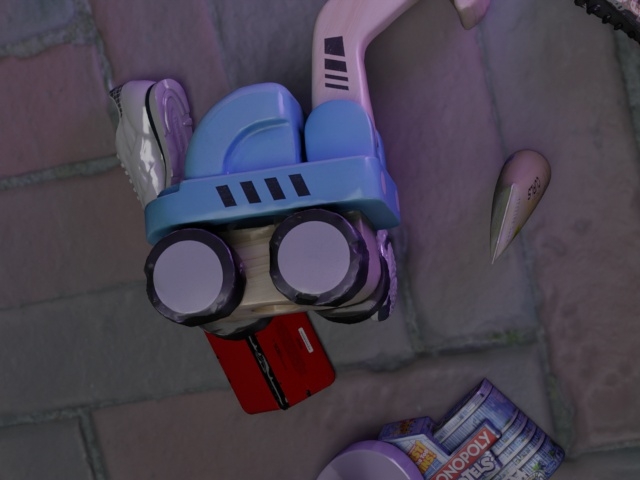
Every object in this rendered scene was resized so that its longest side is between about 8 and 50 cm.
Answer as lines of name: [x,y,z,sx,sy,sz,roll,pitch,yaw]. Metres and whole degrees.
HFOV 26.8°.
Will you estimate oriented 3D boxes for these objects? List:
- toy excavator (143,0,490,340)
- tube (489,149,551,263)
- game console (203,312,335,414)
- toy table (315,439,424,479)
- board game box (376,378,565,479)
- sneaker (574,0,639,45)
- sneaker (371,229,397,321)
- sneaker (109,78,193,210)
toy excavator: [0.000,-0.132,1.553,0.432,0.222,0.445,-9,80,11]
tube: [0.226,-0.048,1.552,0.062,0.240,0.070,-26,97,21]
game console: [-0.069,0.149,1.798,0.124,0.085,0.144,-28,99,-13]
toy table: [0.031,0.410,1.739,0.252,0.161,0.274,12,120,24]
board game box: [0.181,0.284,1.752,0.194,0.060,0.194,42,110,-1]
sneaker: [0.369,-0.268,1.533,0.135,0.097,0.276,-26,96,18]
sneaker: [0.000,0.000,1.698,0.153,0.094,0.235,-15,101,18]
sneaker: [-0.211,-0.092,1.736,0.094,0.090,0.235,-2,101,27]
